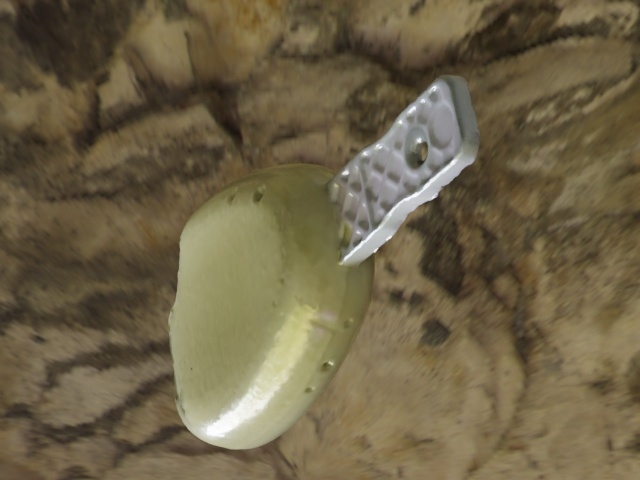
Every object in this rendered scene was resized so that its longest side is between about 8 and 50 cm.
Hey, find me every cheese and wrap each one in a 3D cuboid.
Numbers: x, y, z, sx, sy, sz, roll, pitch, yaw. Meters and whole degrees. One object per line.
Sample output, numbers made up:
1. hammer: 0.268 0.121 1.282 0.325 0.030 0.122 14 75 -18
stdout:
1. cheese: 0.000 0.000 0.796 0.050 0.255 0.127 5 -120 -30
